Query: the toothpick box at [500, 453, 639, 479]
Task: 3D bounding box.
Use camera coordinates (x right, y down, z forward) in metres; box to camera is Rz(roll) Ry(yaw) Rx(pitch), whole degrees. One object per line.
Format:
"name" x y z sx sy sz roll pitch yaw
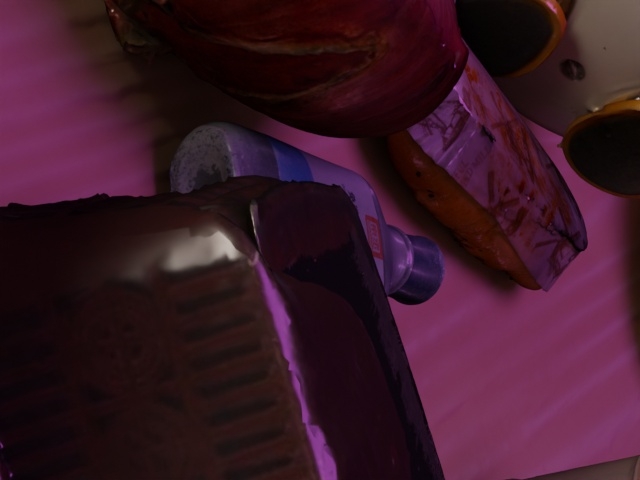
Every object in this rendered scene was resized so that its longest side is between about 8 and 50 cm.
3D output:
"toothpick box" 0.169 0.179 0.890 0.098 0.149 0.098 35 47 -48

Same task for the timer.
"timer" 0.213 -0.182 1.064 0.233 0.233 0.240 53 55 -30

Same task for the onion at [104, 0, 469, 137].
"onion" -0.020 -0.157 0.748 0.248 0.161 0.248 -11 90 -69

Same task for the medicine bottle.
"medicine bottle" 0.000 0.000 0.799 0.208 0.053 0.090 17 60 -55

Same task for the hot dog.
"hot dog" 0.107 -0.050 0.996 0.252 0.069 0.131 43 32 -45

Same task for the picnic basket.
"picnic basket" -0.025 0.109 0.597 0.222 0.129 0.297 -16 89 -72
